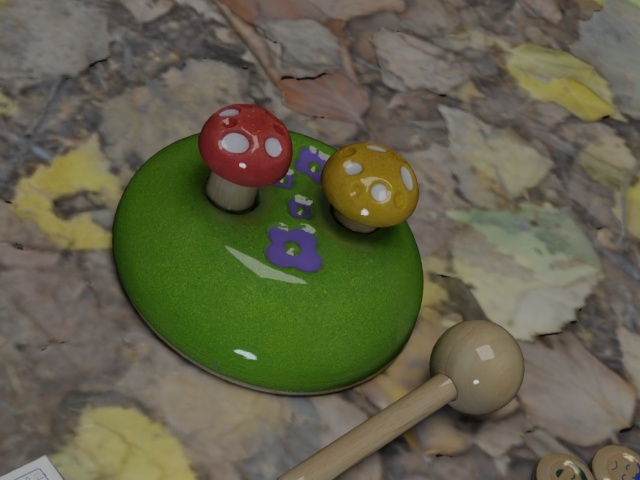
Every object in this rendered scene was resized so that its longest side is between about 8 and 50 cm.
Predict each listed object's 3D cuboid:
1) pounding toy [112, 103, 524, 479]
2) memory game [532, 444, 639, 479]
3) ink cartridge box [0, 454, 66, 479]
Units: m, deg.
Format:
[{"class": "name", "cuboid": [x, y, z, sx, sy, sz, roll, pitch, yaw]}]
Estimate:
[{"class": "pounding toy", "cuboid": [0.000, 0.000, 0.927, 0.183, 0.110, 0.237, -19, 59, -35]}, {"class": "memory game", "cuboid": [0.171, 0.187, 0.899, 0.186, 0.012, 0.186, 13, 46, -13]}, {"class": "ink cartridge box", "cuboid": [-0.194, 0.169, 0.696, 0.207, 0.097, 0.046, -23, 62, -38]}]
